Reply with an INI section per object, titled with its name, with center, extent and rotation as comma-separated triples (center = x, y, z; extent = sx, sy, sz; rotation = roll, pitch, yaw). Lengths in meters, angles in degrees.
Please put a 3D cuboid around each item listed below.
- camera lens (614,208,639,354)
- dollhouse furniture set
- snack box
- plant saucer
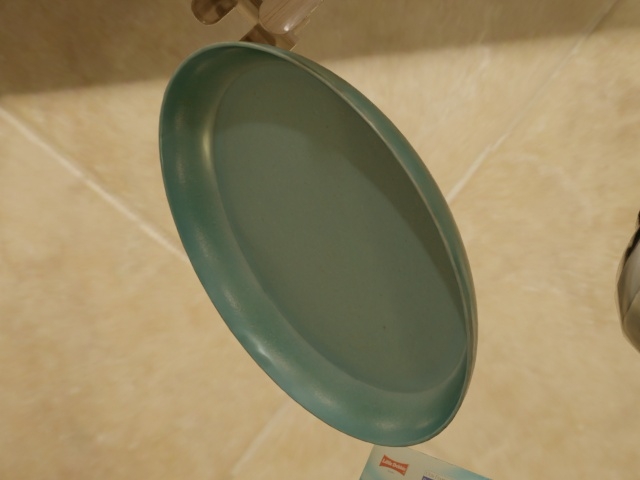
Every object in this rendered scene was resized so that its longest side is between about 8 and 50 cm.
[camera lens]
center = 0.283, 0.042, 0.610
extent = 0.219, 0.219, 0.274
rotation = -42, 70, 2
[dollhouse furniture set]
center = -0.131, -0.287, 1.581
extent = 0.161, 0.212, 0.242
rotation = -45, 95, -10
[snack box]
center = 0.190, 0.313, 1.518
extent = 0.187, 0.322, 0.060
rotation = 17, 73, 34
[plant saucer]
center = 0.000, 0.000, 1.007
extent = 0.044, 0.317, 0.317
rotation = -32, 89, -31
